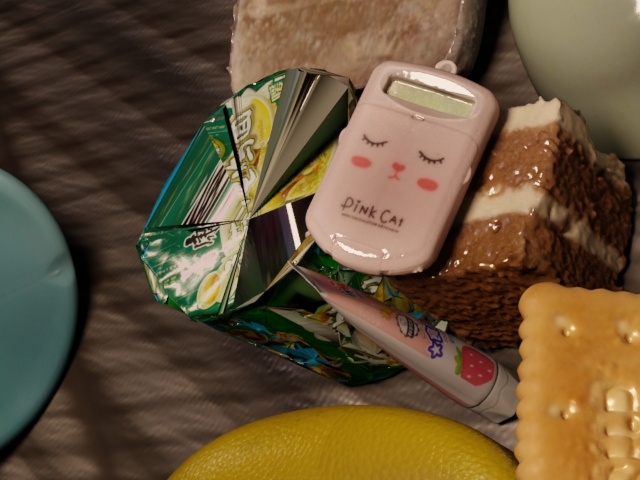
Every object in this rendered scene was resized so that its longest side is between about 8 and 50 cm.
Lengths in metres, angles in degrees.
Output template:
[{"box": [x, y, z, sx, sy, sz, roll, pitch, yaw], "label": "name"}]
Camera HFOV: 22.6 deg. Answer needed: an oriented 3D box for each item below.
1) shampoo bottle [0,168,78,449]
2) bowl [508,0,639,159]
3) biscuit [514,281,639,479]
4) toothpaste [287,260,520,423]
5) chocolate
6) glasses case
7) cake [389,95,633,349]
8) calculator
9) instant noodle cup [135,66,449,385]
[{"box": [-0.460, 0.044, 1.631, 0.342, 0.331, 0.331, 18, 76, 50], "label": "shampoo bottle"}, {"box": [0.249, -0.219, 1.216, 0.289, 0.146, 0.289, -27, 44, 30], "label": "bowl"}, {"box": [0.201, 0.138, 1.005, 0.030, 0.160, 0.250, 99, 178, -56], "label": "biscuit"}, {"box": [0.062, 0.071, 1.150, 0.043, 0.194, 0.067, -56, 23, 4], "label": "toothpaste"}, {"box": [0.042, -0.204, 1.468, 0.303, 0.100, 0.185, -5, 69, 49], "label": "chocolate"}, {"box": [0.018, 0.211, 1.137, 0.371, 0.141, 0.173, -10, 55, 43], "label": "glasses case"}, {"box": [0.143, -0.012, 1.176, 0.134, 0.135, 0.147, -12, 57, 37], "label": "cake"}, {"box": [0.059, -0.054, 1.134, 0.100, 0.032, 0.175, 19, 71, 17], "label": "calculator"}, {"box": [0.000, 0.000, 1.288, 0.240, 0.178, 0.240, -28, 44, 31], "label": "instant noodle cup"}]
